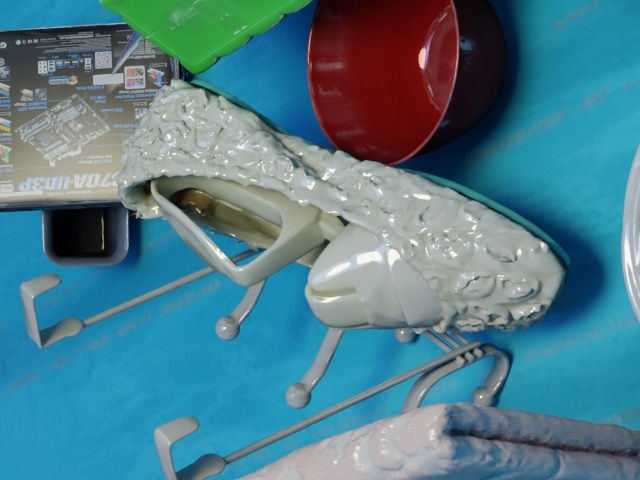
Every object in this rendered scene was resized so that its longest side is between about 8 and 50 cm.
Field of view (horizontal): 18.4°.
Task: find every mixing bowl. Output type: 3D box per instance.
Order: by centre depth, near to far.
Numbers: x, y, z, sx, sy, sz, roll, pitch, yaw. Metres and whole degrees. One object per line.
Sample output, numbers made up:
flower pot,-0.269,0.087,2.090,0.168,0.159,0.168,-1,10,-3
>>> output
mixing bowl,0.083,-0.147,1.587,0.181,0.098,0.181,1,91,51

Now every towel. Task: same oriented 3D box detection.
towel,0.090,0.185,1.406,0.332,0.317,0.053,-29,60,46

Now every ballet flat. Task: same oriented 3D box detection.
ballet flat,0.000,0.000,1.556,0.409,0.147,0.147,25,109,32

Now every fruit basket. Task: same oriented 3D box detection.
fruit basket,-0.045,-0.326,1.628,0.327,0.165,0.353,-24,42,54

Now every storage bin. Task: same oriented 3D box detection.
storage bin,-0.234,-0.041,1.988,0.091,0.098,0.135,172,97,-78

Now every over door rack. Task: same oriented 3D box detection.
over door rack,-0.048,0.097,1.576,0.239,0.324,0.108,38,130,43

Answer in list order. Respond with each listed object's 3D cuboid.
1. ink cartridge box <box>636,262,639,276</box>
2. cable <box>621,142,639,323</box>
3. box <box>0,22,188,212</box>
ink cartridge box,0.297,0.004,1.212,0.209,0.062,0.109,-46,57,41
cable,0.314,-0.015,1.312,0.257,0.089,0.257,-6,87,51
box,-0.237,-0.118,1.908,0.220,0.051,0.175,-3,86,7
